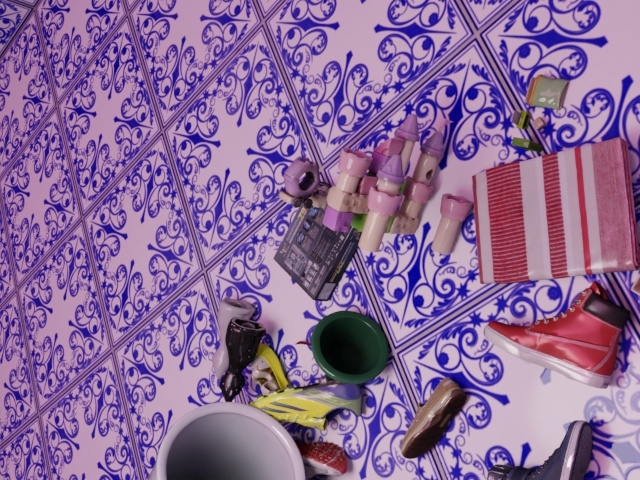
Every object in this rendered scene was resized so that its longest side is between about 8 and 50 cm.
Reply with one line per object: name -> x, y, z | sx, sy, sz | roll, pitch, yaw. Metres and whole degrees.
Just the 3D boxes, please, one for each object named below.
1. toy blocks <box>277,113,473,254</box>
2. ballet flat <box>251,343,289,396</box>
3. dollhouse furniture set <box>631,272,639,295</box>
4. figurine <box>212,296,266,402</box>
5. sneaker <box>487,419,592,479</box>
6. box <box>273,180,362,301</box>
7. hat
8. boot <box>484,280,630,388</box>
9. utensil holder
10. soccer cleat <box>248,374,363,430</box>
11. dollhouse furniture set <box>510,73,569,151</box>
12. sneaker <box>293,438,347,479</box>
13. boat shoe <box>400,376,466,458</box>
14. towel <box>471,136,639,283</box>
toy blocks -> 0.130, -0.147, 1.619 | 0.309, 0.288, 0.260 | 32, 112, 43
ballet flat -> -0.125, 0.344, 1.924 | 0.077, 0.077, 0.231 | -52, 53, 26
dollhouse furniture set -> 0.571, 0.051, 1.313 | 0.091, 0.081, 0.114 | 38, 109, 40
figurine -> -0.225, 0.278, 1.992 | 0.215, 0.092, 0.210 | -132, 57, -66
sneaker -> 0.392, 0.412, 1.423 | 0.163, 0.086, 0.226 | 19, 98, 40
box -> 0.000, 0.000, 1.871 | 0.183, 0.059, 0.233 | 42, 113, 38
hat -> 0.051, 0.273, 1.789 | 0.184, 0.172, 0.209 | 102, 160, -52
boot -> 0.430, 0.145, 1.432 | 0.244, 0.088, 0.176 | 18, 96, 35
utensil holder -> -0.252, 0.603, 1.779 | 0.328, 0.327, 0.385 | 63, 142, 29
soccer cleat -> -0.040, 0.383, 1.783 | 0.289, 0.093, 0.121 | -17, 84, 19
dollhouse furniture set -> 0.417, -0.252, 1.519 | 0.076, 0.058, 0.152 | 21, 98, 43
sneaker -> -0.024, 0.518, 1.813 | 0.225, 0.088, 0.093 | -6, 97, 45
boat shoe -> 0.223, 0.363, 1.613 | 0.190, 0.068, 0.072 | -52, 40, 12
towel -> 0.434, -0.045, 1.480 | 0.329, 0.037, 0.237 | -11, 78, 47
